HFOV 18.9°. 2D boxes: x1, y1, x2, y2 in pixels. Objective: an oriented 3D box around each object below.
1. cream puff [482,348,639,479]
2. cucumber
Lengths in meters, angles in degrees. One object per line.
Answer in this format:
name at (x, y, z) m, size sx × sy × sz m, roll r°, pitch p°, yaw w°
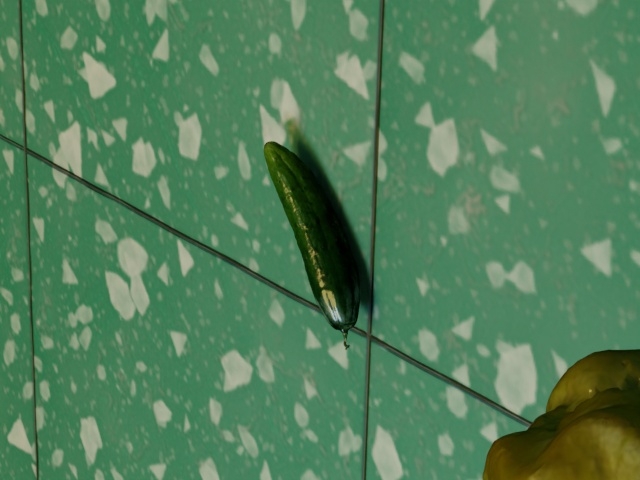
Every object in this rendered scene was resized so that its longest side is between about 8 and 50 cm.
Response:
cream puff at (0.248, 0.177, 0.983) m, size 0.257 × 0.291 × 0.324 m, roll -41°, pitch 48°, yaw 28°
cucumber at (0.000, 0.000, 1.428) m, size 0.039 × 0.039 × 0.168 m, roll -38°, pitch 70°, yaw 52°
